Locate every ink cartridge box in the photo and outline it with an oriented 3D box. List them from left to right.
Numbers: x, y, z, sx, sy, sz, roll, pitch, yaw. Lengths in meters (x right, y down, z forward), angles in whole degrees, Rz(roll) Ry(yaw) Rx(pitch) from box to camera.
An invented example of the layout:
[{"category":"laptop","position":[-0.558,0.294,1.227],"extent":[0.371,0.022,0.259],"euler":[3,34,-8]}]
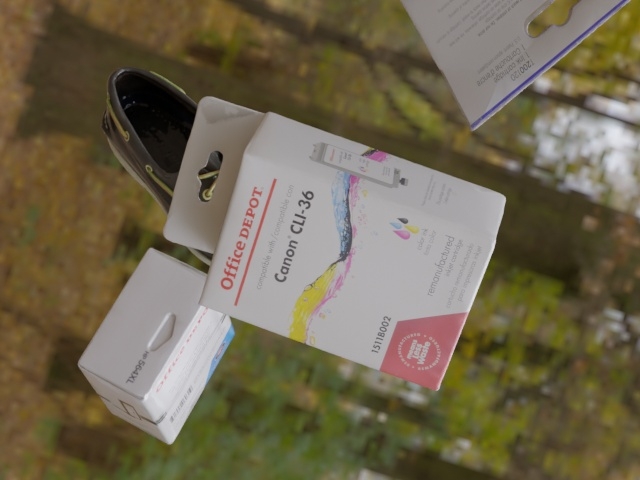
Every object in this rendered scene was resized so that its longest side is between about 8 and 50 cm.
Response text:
[{"category":"ink cartridge box","position":[-0.168,0.113,2.000],"extent":[0.148,0.086,0.203],"euler":[-60,167,-15]},{"category":"ink cartridge box","position":[0.000,0.000,1.160],"extent":[0.067,0.198,0.115],"euler":[-66,175,-60]},{"category":"ink cartridge box","position":[0.124,-0.211,1.221],"extent":[0.045,0.208,0.206],"euler":[-11,158,-47]}]

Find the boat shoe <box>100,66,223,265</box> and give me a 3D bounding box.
[{"category":"boat shoe","position":[-0.095,-0.051,1.496],"extent":[0.081,0.228,0.069],"euler":[-37,151,-20]}]
